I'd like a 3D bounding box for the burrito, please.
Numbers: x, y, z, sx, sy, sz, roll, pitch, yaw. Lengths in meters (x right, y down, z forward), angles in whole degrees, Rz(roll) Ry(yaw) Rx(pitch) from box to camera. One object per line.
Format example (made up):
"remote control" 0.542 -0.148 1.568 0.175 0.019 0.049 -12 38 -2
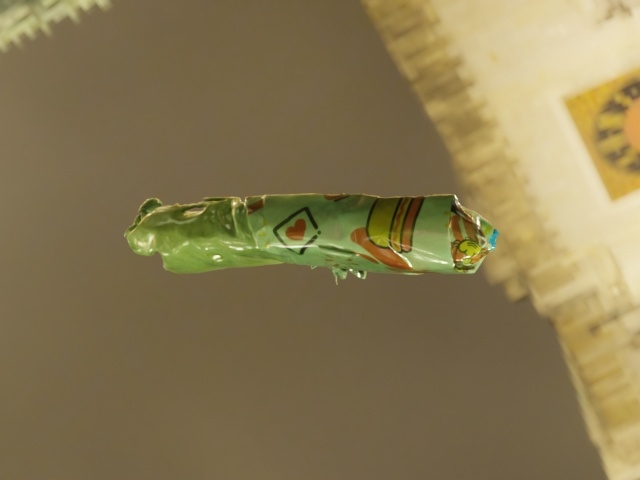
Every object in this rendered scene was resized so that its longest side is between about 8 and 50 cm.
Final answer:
"burrito" 0.000 0.000 1.303 0.288 0.104 0.054 0 -102 30
